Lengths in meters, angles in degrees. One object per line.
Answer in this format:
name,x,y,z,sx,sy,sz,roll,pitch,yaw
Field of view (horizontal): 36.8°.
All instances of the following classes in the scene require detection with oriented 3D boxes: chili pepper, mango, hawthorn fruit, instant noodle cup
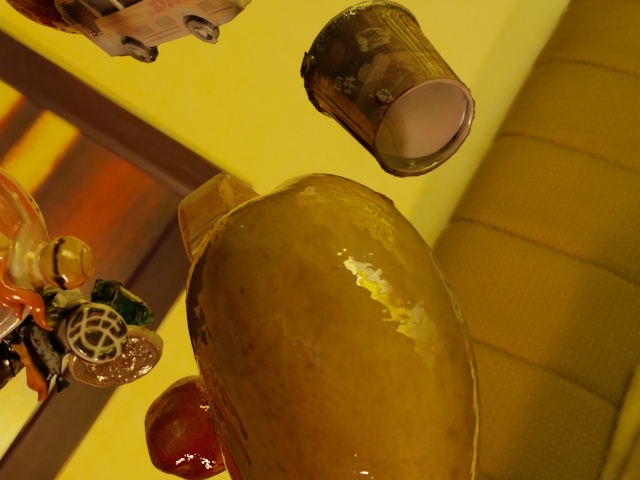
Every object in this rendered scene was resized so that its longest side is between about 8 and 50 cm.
chili pepper,-0.359,0.127,1.663,0.216,0.062,0.108,4,60,50
mango,0.026,0.161,0.872,0.220,0.445,0.301,-22,2,-37
hawthorn fruit,-0.186,0.288,1.529,0.188,0.169,0.169,-40,6,18
instant noodle cup,0.109,-0.223,1.457,0.217,0.217,0.207,-59,43,25

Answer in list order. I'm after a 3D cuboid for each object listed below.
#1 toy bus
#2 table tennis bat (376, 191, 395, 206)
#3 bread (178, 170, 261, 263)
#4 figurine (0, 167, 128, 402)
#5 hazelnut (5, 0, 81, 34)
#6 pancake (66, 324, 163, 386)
toy bus,-0.189,-0.293,1.117,0.342,0.138,0.097,3,63,52
table tennis bat,0.000,0.000,1.342,0.414,0.268,0.051,151,112,-68
bread,-0.185,-0.001,1.965,0.156,0.204,0.288,-40,43,16
figurine,-0.396,0.032,1.094,0.320,0.323,0.196,-19,34,19
hazelnut,-0.377,-0.418,1.456,0.229,0.229,0.229,-59,0,1
pancake,-0.289,0.165,1.367,0.139,0.139,0.022,-58,40,38
